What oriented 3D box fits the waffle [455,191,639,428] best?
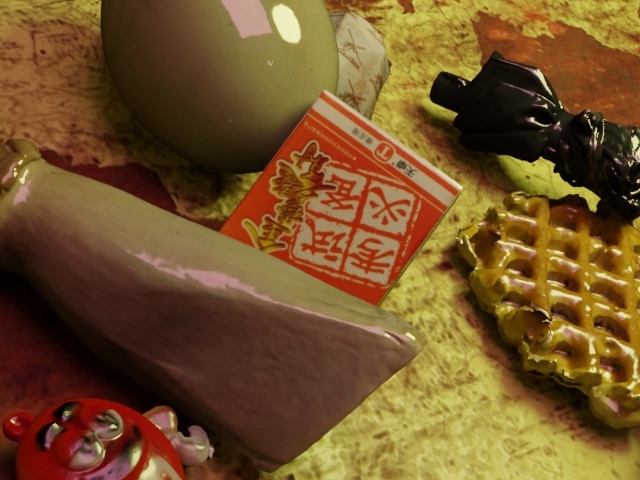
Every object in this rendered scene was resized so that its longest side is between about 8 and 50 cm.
[{"bbox_3d":[0.297,0.066,1.522,0.302,0.068,0.325,-15,54,-41],"label":"waffle"}]

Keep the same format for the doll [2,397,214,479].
[{"bbox_3d":[-0.147,0.194,1.143,0.217,0.085,0.183,43,40,3],"label":"doll"}]

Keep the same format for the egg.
[{"bbox_3d":[-0.097,-0.189,1.428,0.219,0.219,0.269,-13,69,-37],"label":"egg"}]

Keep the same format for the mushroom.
[{"bbox_3d":[-0.123,0.055,1.245,0.407,0.154,0.137,26,24,7],"label":"mushroom"}]

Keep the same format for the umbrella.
[{"bbox_3d":[0.246,-0.121,1.602,0.272,0.122,0.110,27,81,18],"label":"umbrella"}]

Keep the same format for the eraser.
[{"bbox_3d":[0.000,0.000,1.334,0.157,0.038,0.230,36,85,4],"label":"eraser"}]

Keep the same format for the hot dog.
[{"bbox_3d":[0.023,-0.182,1.607,0.108,0.059,0.191,37,37,-14],"label":"hot dog"}]
